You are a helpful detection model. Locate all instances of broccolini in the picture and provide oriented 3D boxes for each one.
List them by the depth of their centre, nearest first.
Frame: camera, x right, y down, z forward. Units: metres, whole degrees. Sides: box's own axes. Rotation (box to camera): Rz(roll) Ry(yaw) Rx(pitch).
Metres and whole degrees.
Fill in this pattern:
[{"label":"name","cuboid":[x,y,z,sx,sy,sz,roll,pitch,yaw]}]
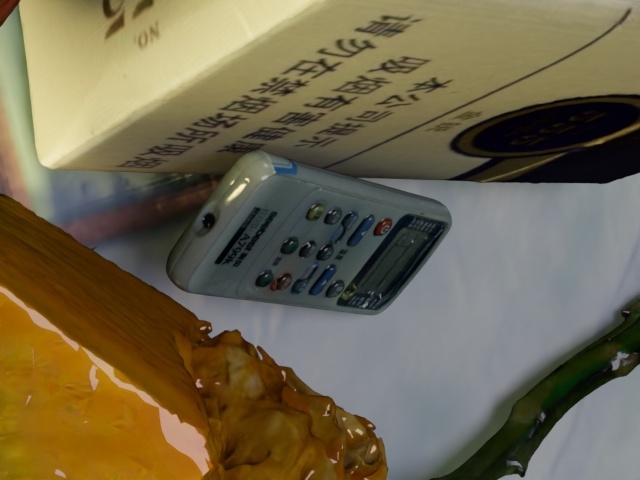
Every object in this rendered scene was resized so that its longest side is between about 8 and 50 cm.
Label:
[{"label":"broccolini","cuboid":[0.078,0.088,0.527,0.254,0.057,0.071,-31,152,-29]}]

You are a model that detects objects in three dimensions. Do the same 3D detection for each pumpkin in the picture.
[{"label":"pumpkin","cuboid":[-0.042,0.094,0.381,0.248,0.131,0.126,38,99,-7]}]

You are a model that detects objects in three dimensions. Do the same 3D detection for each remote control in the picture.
[{"label":"remote control","cuboid":[0.000,0.000,0.451,0.053,0.018,0.124,-53,150,15]}]

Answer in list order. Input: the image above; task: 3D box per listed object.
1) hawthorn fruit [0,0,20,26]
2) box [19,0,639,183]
[{"label":"hawthorn fruit","cuboid":[-0.117,-0.122,0.252,0.207,0.243,0.207,-4,97,-37]},{"label":"box","cuboid":[0.056,-0.069,0.431,0.259,0.168,0.071,1,76,-36]}]
